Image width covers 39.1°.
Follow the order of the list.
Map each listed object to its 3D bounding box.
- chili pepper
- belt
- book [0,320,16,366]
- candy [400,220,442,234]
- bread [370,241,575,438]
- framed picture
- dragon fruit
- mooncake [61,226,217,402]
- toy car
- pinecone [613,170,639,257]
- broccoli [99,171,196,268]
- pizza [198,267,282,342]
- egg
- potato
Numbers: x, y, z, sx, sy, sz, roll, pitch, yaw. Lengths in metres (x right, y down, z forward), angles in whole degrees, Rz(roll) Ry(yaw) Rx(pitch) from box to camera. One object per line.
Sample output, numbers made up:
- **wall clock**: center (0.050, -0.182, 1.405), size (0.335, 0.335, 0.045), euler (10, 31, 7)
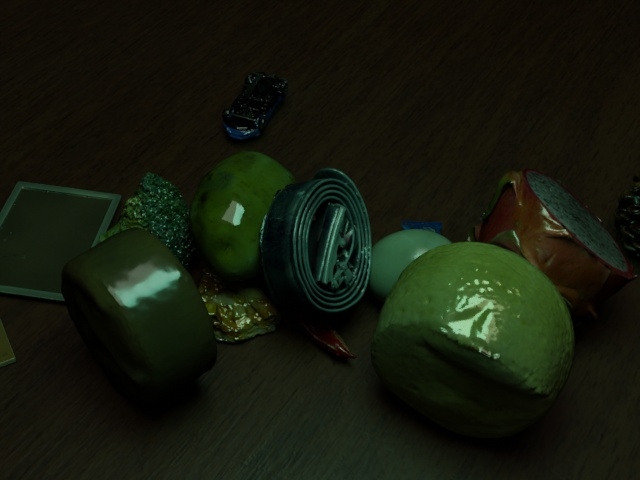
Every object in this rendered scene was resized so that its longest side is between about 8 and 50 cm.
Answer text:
- **chili pepper**: center (-0.027, 0.136, 1.652), size (0.268, 0.050, 0.059), euler (46, 16, 31)
- **belt**: center (0.000, 0.000, 1.592), size (0.116, 0.206, 0.267), euler (-6, 76, 44)
- **book**: center (-0.628, 0.174, 1.616), size (0.118, 0.012, 0.172), euler (-21, 51, -20)
- **candy**: center (0.210, 0.015, 1.779), size (0.088, 0.038, 0.136), euler (4, 53, -17)
- **bread**: center (0.249, 0.160, 1.467), size (0.321, 0.320, 0.237), euler (27, 49, 22)
- **framed picture**: center (-0.543, 0.001, 1.778), size (0.231, 0.018, 0.293), euler (8, 47, 5)
- **dragon fruit**: center (0.391, 0.036, 1.636), size (0.305, 0.226, 0.305), euler (33, 24, -17)
- **mooncake**: center (-0.305, 0.129, 1.483), size (0.155, 0.284, 0.284), euler (-33, 56, -28)
- **toy car**: center (-0.147, -0.300, 2.042), size (0.103, 0.063, 0.216), euler (16, 54, 14)
- **pinecone**: center (0.680, -0.059, 1.749), size (0.222, 0.221, 0.221), euler (1, 47, -1)
- **broccoli**: center (-0.337, -0.012, 1.734), size (0.194, 0.194, 0.219), euler (-14, 72, -14)
- **pizza**: center (-0.182, 0.121, 1.649), size (0.161, 0.062, 0.182), euler (-30, 56, -25)
- **egg**: center (0.168, 0.054, 1.657), size (0.192, 0.149, 0.149), euler (-7, 40, 31)
- **potato**: center (-0.138, -0.049, 1.690), size (0.216, 0.215, 0.304), euler (5, 20, 2)
